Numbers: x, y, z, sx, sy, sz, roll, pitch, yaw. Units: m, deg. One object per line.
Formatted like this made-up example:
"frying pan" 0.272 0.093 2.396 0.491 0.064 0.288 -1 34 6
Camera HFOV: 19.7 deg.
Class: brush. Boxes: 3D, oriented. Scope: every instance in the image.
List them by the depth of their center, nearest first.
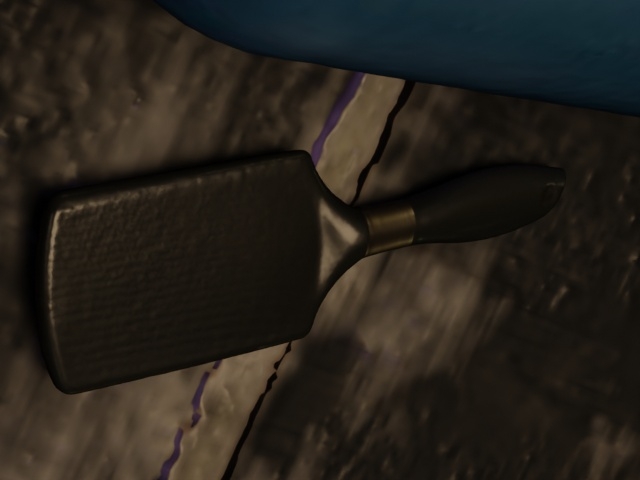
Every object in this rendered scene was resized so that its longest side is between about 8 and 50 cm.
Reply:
"brush" 0.000 0.000 0.574 0.193 0.016 0.063 -11 113 -29

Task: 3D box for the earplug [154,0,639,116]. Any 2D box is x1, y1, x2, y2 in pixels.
"earplug" 0.055 -0.093 0.464 0.273 0.132 0.132 -2 109 -48
